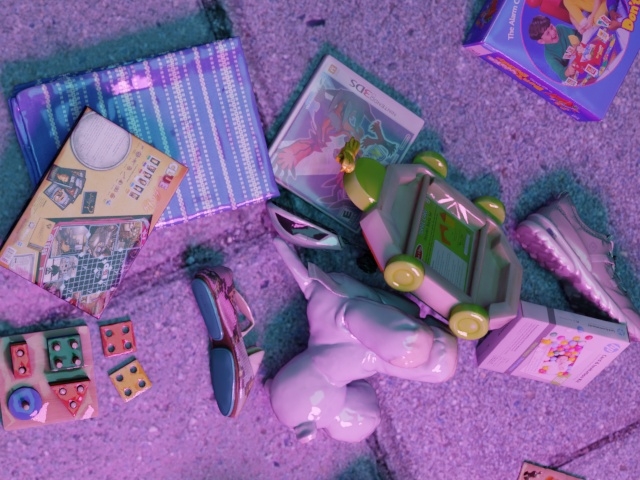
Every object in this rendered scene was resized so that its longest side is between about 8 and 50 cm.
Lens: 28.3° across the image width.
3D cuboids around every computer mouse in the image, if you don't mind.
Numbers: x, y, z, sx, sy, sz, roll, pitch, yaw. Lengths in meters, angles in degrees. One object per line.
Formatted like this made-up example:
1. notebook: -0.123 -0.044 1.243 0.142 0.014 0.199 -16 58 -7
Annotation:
1. computer mouse: 0.000 0.000 1.845 0.193 0.106 0.042 26 98 -6

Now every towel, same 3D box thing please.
1. towel: -0.242 -0.134 1.770 0.336 0.040 0.243 -15 99 -11

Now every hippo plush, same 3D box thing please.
1. hippo plush: 0.040 0.184 1.788 0.294 0.234 0.237 25 97 -34

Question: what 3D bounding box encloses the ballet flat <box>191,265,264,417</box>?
1. ballet flat: -0.126 0.142 1.826 0.079 0.077 0.222 -18 99 -35

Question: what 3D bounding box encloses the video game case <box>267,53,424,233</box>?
1. video game case: 0.031 -0.141 1.871 0.183 0.023 0.201 33 85 -16

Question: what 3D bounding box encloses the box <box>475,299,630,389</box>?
1. box: 0.353 0.162 1.936 0.186 0.145 0.038 13 49 -18

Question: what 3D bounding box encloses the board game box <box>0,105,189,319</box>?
1. board game box: -0.311 -0.038 1.729 0.165 0.042 0.243 32 89 -17

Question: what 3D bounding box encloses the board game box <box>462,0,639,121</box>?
1. board game box: 0.402 -0.389 1.936 0.233 0.078 0.347 30 85 -17

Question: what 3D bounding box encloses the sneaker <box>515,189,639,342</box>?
1. sneaker: 0.431 0.044 1.965 0.115 0.105 0.281 -47 108 -16

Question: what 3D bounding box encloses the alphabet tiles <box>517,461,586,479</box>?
1. alphabet tiles: 0.337 0.479 2.019 0.198 0.009 0.237 19 88 -17

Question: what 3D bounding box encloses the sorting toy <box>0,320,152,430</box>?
1. sorting toy: -0.370 0.192 1.763 0.274 0.046 0.132 -7 96 -17

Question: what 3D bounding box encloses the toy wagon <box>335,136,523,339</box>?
1. toy wagon: 0.149 -0.018 1.817 0.344 0.267 0.068 36 128 -15
